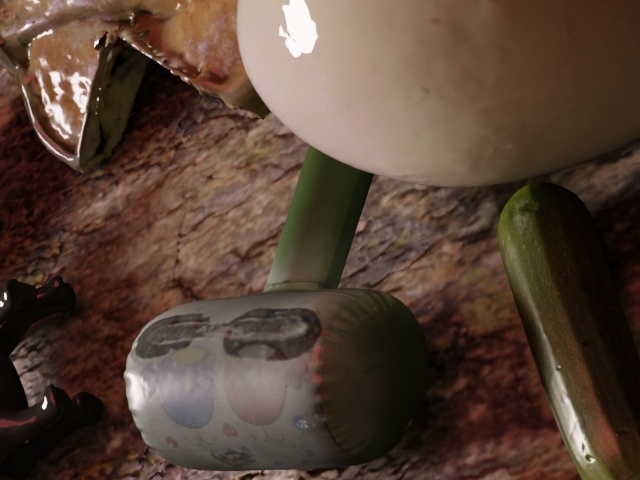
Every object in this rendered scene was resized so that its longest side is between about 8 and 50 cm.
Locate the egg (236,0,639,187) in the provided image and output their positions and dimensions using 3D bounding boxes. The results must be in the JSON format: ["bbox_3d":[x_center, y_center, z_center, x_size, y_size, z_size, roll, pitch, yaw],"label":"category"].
[{"bbox_3d":[0.108,-0.171,1.228,0.345,0.283,0.283,-30,49,23],"label":"egg"}]

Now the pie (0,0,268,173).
[{"bbox_3d":[-0.147,-0.219,1.557,0.338,0.075,0.337,2,94,30],"label":"pie"}]

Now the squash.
[{"bbox_3d":[0.158,0.056,1.208,0.066,0.066,0.228,-32,50,21],"label":"squash"}]

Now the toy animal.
[{"bbox_3d":[-0.262,0.083,1.498,0.146,0.114,0.245,-31,49,21],"label":"toy animal"}]

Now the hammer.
[{"bbox_3d":[0.000,0.000,1.349,0.206,0.119,0.335,-4,56,37],"label":"hammer"}]
